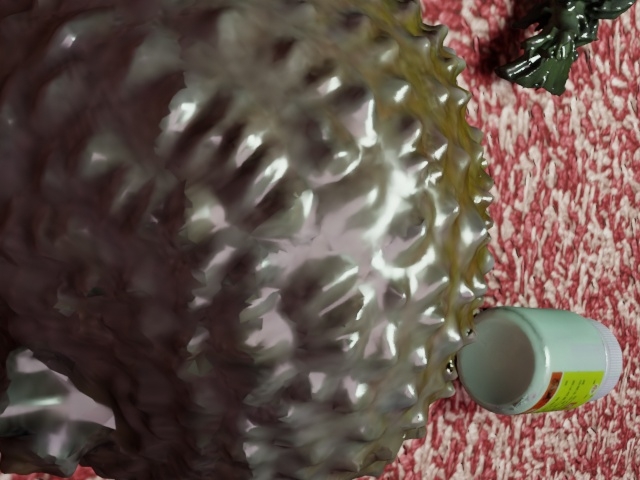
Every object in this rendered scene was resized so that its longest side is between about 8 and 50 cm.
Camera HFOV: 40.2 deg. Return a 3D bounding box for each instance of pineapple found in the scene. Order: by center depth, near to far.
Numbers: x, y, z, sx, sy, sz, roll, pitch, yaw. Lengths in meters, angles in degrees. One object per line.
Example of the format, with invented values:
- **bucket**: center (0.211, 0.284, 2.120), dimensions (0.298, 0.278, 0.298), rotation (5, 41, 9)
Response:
- **pineapple**: center (0.294, -0.311, 0.975), dimensions (0.310, 0.141, 0.170), rotation (-64, 165, 8)

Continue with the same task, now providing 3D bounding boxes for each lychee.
- **lychee**: center (-0.060, -0.019, 0.586), dimensions (0.432, 0.380, 0.380), rotation (-50, 136, -36)

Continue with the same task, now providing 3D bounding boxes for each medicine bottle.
- **medicine bottle**: center (0.297, 0.159, 1.170), dimensions (0.225, 0.139, 0.139), rotation (7, 102, -45)
